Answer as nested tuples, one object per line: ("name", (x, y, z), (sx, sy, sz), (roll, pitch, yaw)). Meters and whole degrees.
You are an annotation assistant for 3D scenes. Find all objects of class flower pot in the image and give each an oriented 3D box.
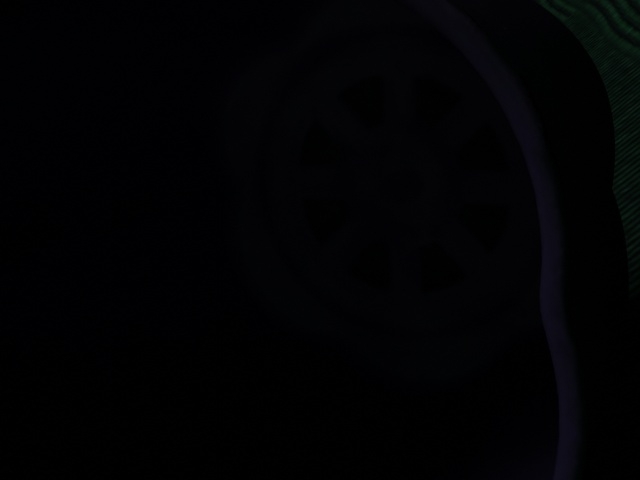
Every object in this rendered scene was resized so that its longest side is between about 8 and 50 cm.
("flower pot", (0.000, 0.000, 0.614), (0.265, 0.265, 0.243), (-36, -4, 28))
